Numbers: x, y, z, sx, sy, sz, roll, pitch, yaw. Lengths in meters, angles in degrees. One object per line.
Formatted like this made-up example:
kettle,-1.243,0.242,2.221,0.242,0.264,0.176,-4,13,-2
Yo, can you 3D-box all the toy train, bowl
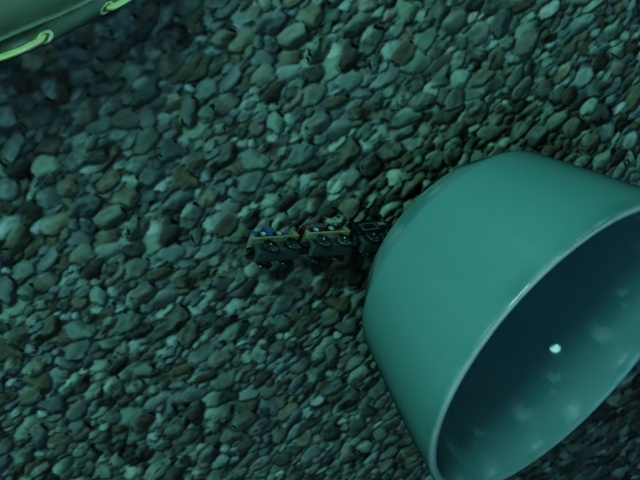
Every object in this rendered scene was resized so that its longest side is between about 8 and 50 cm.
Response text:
toy train,0.000,0.000,1.512,0.158,0.036,0.027,-5,132,-36
bowl,0.155,0.047,1.543,0.311,0.163,0.311,-33,148,-25

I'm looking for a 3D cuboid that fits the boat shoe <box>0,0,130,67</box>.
boat shoe,-0.224,-0.148,1.150,0.305,0.109,0.091,-31,135,-13
